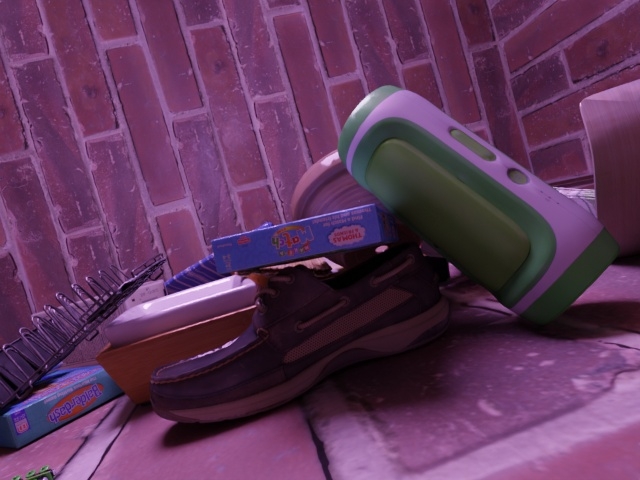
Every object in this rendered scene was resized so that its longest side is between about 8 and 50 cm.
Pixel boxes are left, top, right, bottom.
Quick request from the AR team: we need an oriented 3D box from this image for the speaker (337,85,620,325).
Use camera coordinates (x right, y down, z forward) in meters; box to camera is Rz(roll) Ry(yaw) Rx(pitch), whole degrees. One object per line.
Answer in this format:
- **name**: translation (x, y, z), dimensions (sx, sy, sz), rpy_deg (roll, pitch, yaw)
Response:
- **speaker**: translation (0.158, -0.047, 0.496), dimensions (0.131, 0.296, 0.131), rpy_deg (-38, -23, -19)

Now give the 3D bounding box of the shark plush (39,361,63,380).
- **shark plush**: translation (-0.476, 0.221, 0.704), dimensions (0.067, 0.073, 0.161), rpy_deg (3, -15, 12)

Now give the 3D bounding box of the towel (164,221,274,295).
- **towel**: translation (-0.216, 0.086, 1.133), dimensions (0.335, 0.040, 0.243), rpy_deg (-30, -27, 5)

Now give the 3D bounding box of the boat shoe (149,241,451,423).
- **boat shoe**: translation (-0.022, 0.090, 0.517), dimensions (0.354, 0.131, 0.132), rpy_deg (-17, 2, -19)

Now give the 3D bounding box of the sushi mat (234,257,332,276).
- **sushi mat**: translation (-0.070, 0.033, 0.835), dimensions (0.151, 0.019, 0.316), rpy_deg (2, 6, -6)

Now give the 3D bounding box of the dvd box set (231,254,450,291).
- **dvd box set**: translation (0.012, 0.063, 0.931), dimensions (0.307, 0.062, 0.420), rpy_deg (-12, 7, -25)

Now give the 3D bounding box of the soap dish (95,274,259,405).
- **soap dish**: translation (-0.196, 0.140, 0.705), dimensions (0.228, 0.118, 0.291), rpy_deg (-16, 2, -15)

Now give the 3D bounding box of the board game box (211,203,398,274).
- **board game box**: translation (0.000, 0.000, 0.503), dimensions (0.159, 0.039, 0.211), rpy_deg (-12, -2, 14)

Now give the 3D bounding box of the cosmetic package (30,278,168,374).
- **cosmetic package**: translation (-0.493, 0.198, 1.020), dimensions (0.295, 0.153, 0.129), rpy_deg (-14, 1, 22)

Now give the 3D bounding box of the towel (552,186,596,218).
- **towel**: translation (0.438, -0.043, 0.715), dimensions (0.023, 0.113, 0.152), rpy_deg (-57, 31, -10)

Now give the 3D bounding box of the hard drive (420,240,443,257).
- **hard drive**: translation (0.340, -0.013, 0.854), dimensions (0.232, 0.047, 0.353), rpy_deg (4, 10, 23)

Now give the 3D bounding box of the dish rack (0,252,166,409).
- **dish rack**: translation (-0.341, 0.107, 0.624), dimensions (0.271, 0.074, 0.208), rpy_deg (-42, 10, 6)

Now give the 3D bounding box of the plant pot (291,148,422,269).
- **plant pot**: translation (0.079, -0.025, 0.676), dimensions (0.237, 0.110, 0.238), rpy_deg (-8, -38, -7)

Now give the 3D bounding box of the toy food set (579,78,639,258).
- **toy food set**: translation (0.435, -0.086, 0.521), dimensions (0.219, 0.093, 0.306), rpy_deg (-15, -34, 26)

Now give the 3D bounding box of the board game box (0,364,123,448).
- **board game box**: translation (-0.420, 0.243, 0.669), dimensions (0.210, 0.047, 0.160), rpy_deg (-16, 2, 34)

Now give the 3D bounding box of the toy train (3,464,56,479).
- **toy train**: translation (-0.288, 0.231, 0.409), dimensions (0.083, 0.017, 0.023), rpy_deg (-16, 12, -11)
